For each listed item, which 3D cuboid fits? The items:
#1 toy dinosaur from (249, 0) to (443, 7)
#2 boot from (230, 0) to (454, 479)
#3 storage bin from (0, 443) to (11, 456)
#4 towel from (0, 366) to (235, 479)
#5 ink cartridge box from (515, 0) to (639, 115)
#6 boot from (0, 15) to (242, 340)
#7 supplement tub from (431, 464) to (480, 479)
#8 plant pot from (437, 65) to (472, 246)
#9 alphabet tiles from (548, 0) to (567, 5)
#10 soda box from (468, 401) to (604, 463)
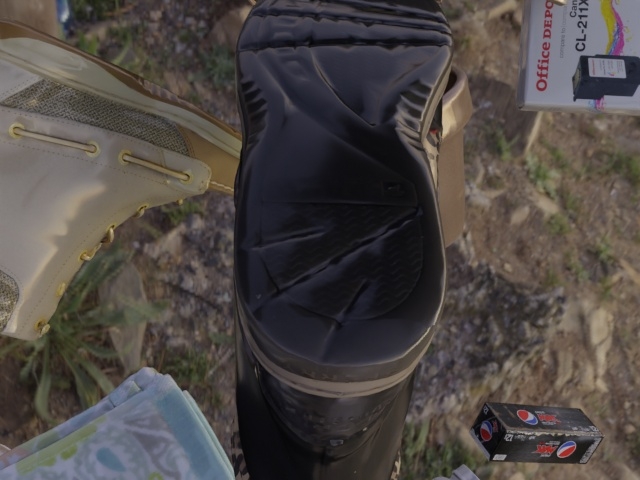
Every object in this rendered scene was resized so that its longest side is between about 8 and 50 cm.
[{"bbox_3d":[0.028,-0.203,0.909,0.211,0.064,0.112,-17,82,-24],"label":"toy dinosaur"},{"bbox_3d":[0.009,0.013,0.612,0.138,0.284,0.377,2,44,-2],"label":"boot"},{"bbox_3d":[-0.502,0.419,1.139,0.123,0.260,0.262,9,21,23],"label":"storage bin"},{"bbox_3d":[-0.180,0.327,0.753,0.320,0.090,0.374,-30,65,-13],"label":"towel"},{"bbox_3d":[0.291,-0.191,0.902,0.175,0.072,0.127,3,95,7],"label":"ink cartridge box"},{"bbox_3d":[-0.155,-0.018,0.658,0.262,0.203,0.095,24,4,-33],"label":"boot"},{"bbox_3d":[0.163,0.425,1.260,0.200,0.144,0.144,-38,66,-7],"label":"supplement tub"},{"bbox_3d":[0.109,-0.101,1.291,0.263,0.229,0.263,-17,24,8],"label":"plant pot"},{"bbox_3d":[0.184,-0.406,0.850,0.285,0.011,0.342,14,79,-25],"label":"alphabet tiles"},{"bbox_3d":[0.282,0.252,1.171,0.169,0.053,0.060,10,26,-28],"label":"soda box"}]
